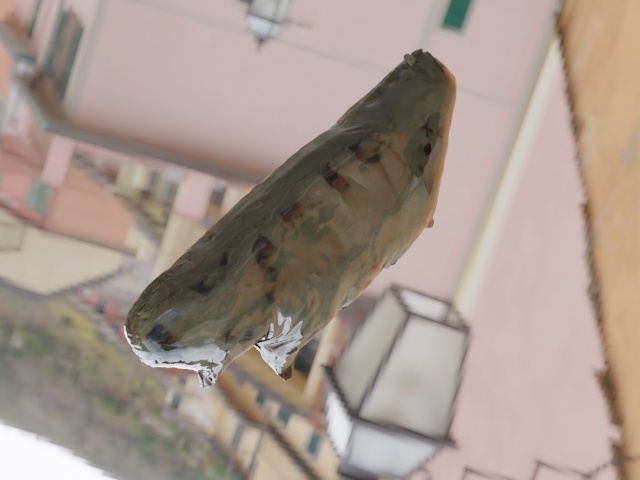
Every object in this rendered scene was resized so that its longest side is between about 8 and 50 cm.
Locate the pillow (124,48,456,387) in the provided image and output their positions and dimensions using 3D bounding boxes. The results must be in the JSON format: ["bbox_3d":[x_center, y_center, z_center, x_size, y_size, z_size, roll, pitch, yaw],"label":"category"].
[{"bbox_3d":[0.001,0.000,0.882,0.051,0.093,0.241,12,-133,47],"label":"pillow"}]
